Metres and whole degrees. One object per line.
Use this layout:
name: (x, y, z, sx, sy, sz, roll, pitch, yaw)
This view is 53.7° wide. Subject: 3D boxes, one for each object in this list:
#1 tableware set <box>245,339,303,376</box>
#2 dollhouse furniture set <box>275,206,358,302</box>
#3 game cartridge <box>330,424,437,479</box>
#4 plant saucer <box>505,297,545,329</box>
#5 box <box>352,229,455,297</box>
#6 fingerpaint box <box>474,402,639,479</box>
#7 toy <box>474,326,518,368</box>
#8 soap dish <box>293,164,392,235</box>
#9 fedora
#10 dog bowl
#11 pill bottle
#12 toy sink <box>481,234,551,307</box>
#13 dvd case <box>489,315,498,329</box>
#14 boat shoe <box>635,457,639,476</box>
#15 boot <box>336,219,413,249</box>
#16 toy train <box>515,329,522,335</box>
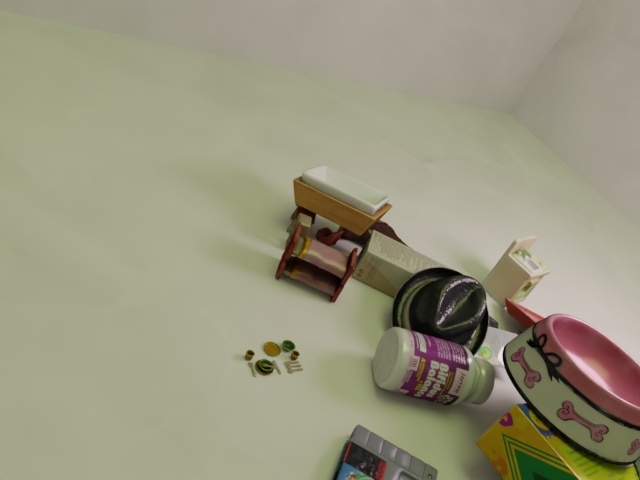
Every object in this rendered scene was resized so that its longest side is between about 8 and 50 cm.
tableware set: (-0.118, 0.292, 1.599, 0.154, 0.024, 0.104, 1, 41, -35)
dollhouse furniture set: (0.000, 0.000, 1.974, 0.201, 0.152, 0.374, 23, 33, -8)
game cartridge: (0.121, 0.575, 1.351, 0.230, 0.068, 0.355, 33, 32, 0)
plant saucer: (0.763, 0.302, 2.135, 0.258, 0.047, 0.259, 27, 9, -11)
box: (0.274, 0.107, 2.057, 0.311, 0.121, 0.148, 27, 33, -1)
fingerpaint box: (0.648, 0.582, 1.567, 0.445, 0.163, 0.371, 9, 35, -48)
toy: (0.493, 0.328, 1.963, 0.237, 0.056, 0.137, 18, 52, -5)
soap dish: (0.070, -0.133, 2.061, 0.291, 0.118, 0.229, 27, 21, 12)
fedora: (0.376, 0.206, 1.856, 0.334, 0.152, 0.334, 7, 63, -13)
dog bowl: (0.676, 0.352, 1.602, 0.408, 0.150, 0.408, 25, 26, -13)
pill bottle: (0.308, 0.348, 1.701, 0.302, 0.169, 0.169, 17, 34, -16)
toy sink: (0.722, 0.113, 2.279, 0.153, 0.234, 0.131, -9, 47, -44)
dvd case: (0.499, 0.252, 2.071, 0.221, 0.018, 0.164, 40, 32, -8)
boat shoe: (0.849, 0.563, 1.524, 0.121, 0.119, 0.335, 32, 24, -14)
boot: (0.192, -0.005, 2.181, 0.207, 0.090, 0.248, 42, 31, 24)
toy train: (0.680, 0.370, 2.036, 0.105, 0.080, 0.184, -8, 47, -35)
